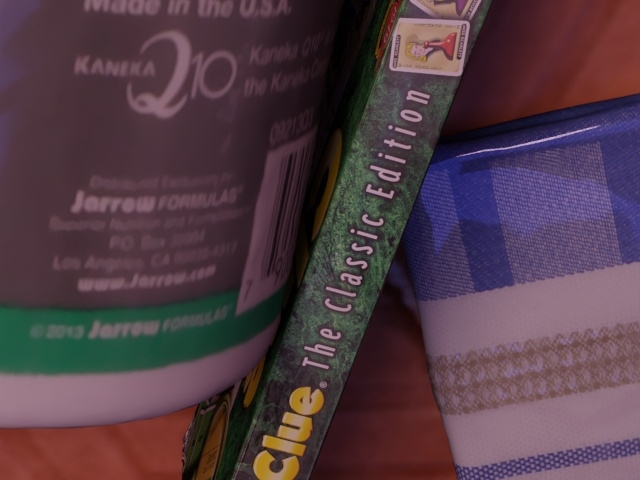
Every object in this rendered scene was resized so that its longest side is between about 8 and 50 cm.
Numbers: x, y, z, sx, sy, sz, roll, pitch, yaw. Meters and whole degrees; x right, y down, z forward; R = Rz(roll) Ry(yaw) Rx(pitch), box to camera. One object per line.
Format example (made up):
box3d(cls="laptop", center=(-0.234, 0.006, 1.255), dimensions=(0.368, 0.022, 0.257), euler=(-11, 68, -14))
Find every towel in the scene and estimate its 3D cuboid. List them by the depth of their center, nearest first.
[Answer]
box3d(cls="towel", center=(0.153, 0.071, 0.744), dimensions=(0.209, 0.034, 0.285), euler=(-13, 113, 7))

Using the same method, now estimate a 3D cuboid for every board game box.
box3d(cls="board game box", center=(0.000, 0.000, 0.649), dimensions=(0.030, 0.136, 0.260), euler=(15, 113, -11))

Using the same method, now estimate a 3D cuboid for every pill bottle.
box3d(cls="pill bottle", center=(-0.081, -0.149, 0.532), dimensions=(0.204, 0.204, 0.361), euler=(9, 107, -6))
